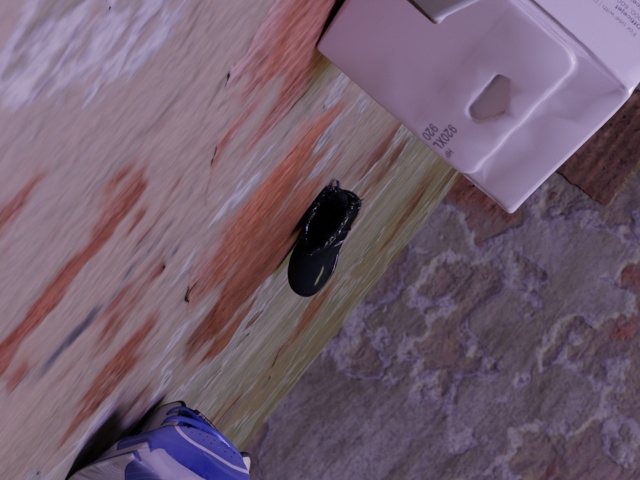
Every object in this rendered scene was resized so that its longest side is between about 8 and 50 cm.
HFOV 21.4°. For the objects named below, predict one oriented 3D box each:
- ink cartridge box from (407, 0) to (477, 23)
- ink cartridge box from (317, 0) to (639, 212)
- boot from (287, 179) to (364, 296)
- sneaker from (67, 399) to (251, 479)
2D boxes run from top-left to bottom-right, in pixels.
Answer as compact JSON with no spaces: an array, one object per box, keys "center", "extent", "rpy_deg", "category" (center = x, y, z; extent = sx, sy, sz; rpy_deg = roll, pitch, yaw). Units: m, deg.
[{"center":[0.116,-0.216,0.427],"extent":[0.272,0.130,0.309],"rpy_deg":[-52,-168,-12],"category":"ink cartridge box"},{"center":[0.147,-0.174,1.055],"extent":[0.233,0.168,0.171],"rpy_deg":[-49,179,-31],"category":"ink cartridge box"},{"center":[0.000,0.001,1.590],"extent":[0.121,0.045,0.099],"rpy_deg":[-60,175,6],"category":"boot"},{"center":[-0.134,0.202,1.462],"extent":[0.182,0.127,0.315],"rpy_deg":[-53,-178,-35],"category":"sneaker"}]
